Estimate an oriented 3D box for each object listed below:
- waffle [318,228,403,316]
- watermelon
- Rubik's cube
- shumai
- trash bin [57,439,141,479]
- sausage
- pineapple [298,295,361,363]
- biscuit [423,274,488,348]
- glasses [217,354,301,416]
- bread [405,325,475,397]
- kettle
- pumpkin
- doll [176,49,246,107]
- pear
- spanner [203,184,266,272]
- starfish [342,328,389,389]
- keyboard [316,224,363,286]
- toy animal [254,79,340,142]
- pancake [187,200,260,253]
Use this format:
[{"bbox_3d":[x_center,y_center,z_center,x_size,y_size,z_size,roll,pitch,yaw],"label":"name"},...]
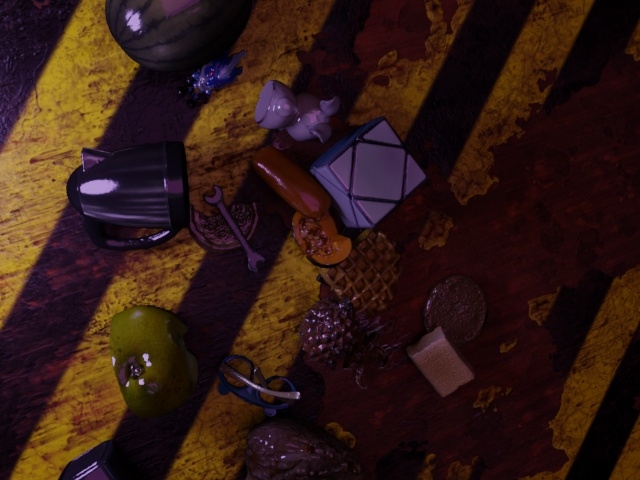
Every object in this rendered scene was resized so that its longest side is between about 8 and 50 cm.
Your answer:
[{"bbox_3d":[0.141,0.099,1.643,0.229,0.057,0.219,-40,111,-13],"label":"waffle"},{"bbox_3d":[-0.304,-0.539,1.322,0.359,0.279,0.279,-36,105,-8],"label":"watermelon"},{"bbox_3d":[0.113,-0.168,1.524,0.205,0.205,0.207,-42,104,-12],"label":"Rubik's cube"},{"bbox_3d":[-0.074,0.635,1.556,0.346,0.217,0.283,31,86,-24],"label":"shumai"},{"bbox_3d":[-0.502,0.655,1.433,0.182,0.209,0.290,-30,98,-11],"label":"trash bin"},{"bbox_3d":[-0.073,-0.147,1.513,0.238,0.098,0.098,41,83,5],"label":"sausage"},{"bbox_3d":[0.033,0.227,1.559,0.166,0.166,0.193,21,114,-19],"label":"pineapple"},{"bbox_3d":[0.401,0.213,1.751,0.226,0.042,0.226,-2,98,-16],"label":"biscuit"},{"bbox_3d":[-0.136,0.370,1.546,0.239,0.207,0.102,34,50,-22],"label":"glasses"},{"bbox_3d":[0.352,0.353,1.715,0.125,0.068,0.188,-36,110,11],"label":"bread"},{"bbox_3d":[-0.450,-0.115,1.389,0.271,0.251,0.207,-3,67,-11],"label":"kettle"},{"bbox_3d":[0.000,0.000,1.563,0.119,0.107,0.183,-29,72,-12],"label":"pumpkin"},{"bbox_3d":[-0.263,-0.411,1.460,0.195,0.070,0.096,-39,129,-2],"label":"doll"},{"bbox_3d":[-0.391,0.295,1.407,0.159,0.292,0.292,-17,101,-5],"label":"pear"},{"bbox_3d":[-0.219,-0.028,1.522,0.054,0.015,0.254,-34,105,-12],"label":"spanner"},{"bbox_3d":[0.119,0.317,1.634,0.146,0.074,0.190,-34,130,-16],"label":"starfish"},{"bbox_3d":[0.054,0.035,1.636,0.060,0.018,0.195,30,87,-25],"label":"keyboard"},{"bbox_3d":[-0.059,-0.322,1.475,0.193,0.178,0.127,16,93,-17],"label":"toy animal"},{"bbox_3d":[-0.247,-0.053,1.529,0.190,0.020,0.184,-42,105,-9],"label":"pancake"}]
